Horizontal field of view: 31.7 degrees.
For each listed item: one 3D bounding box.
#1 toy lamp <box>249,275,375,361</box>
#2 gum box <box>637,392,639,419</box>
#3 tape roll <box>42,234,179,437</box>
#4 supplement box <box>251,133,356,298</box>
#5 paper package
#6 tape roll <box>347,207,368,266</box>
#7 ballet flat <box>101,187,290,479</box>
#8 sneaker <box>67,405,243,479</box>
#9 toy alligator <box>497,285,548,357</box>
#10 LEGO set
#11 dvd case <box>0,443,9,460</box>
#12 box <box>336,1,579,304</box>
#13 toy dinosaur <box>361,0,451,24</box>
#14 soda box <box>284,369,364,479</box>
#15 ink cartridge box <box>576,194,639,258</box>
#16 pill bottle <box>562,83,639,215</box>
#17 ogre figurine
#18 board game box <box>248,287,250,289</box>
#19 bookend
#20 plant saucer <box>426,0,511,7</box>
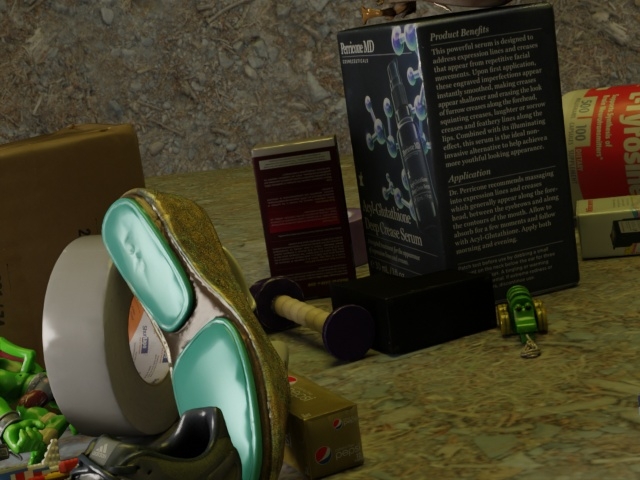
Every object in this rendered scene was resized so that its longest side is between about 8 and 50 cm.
[{"bbox_3d":[-0.024,0.095,1.486,0.080,0.080,0.274,-13,11,-25],"label":"toy lamp"},{"bbox_3d":[0.407,0.143,1.007,0.184,0.041,0.157,-14,12,-32],"label":"gum box"},{"bbox_3d":[-0.212,0.101,1.217,0.072,0.219,0.219,-4,12,17],"label":"tape roll"},{"bbox_3d":[-0.022,-0.034,1.720,0.130,0.240,0.073,-7,9,4],"label":"supplement box"},{"bbox_3d":[-0.362,0.039,1.373,0.168,0.325,0.309,3,15,44],"label":"paper package"},{"bbox_3d":[0.000,0.000,1.959,0.189,0.080,0.189,-7,10,1],"label":"tape roll"},{"bbox_3d":[-0.096,0.090,1.076,0.123,0.349,0.123,-23,-29,-14],"label":"ballet flat"},{"bbox_3d":[-0.172,0.216,0.851,0.111,0.121,0.300,0,14,40],"label":"sneaker"},{"bbox_3d":[0.247,0.090,1.373,0.056,0.051,0.190,-7,11,6],"label":"toy alligator"},{"bbox_3d":[-0.295,0.214,0.985,0.182,0.060,0.244,-8,-10,-28],"label":"LEGO set"},{"bbox_3d":[-0.415,0.219,1.011,0.221,0.018,0.164,-21,-15,32],"label":"dvd case"},{"bbox_3d":[0.194,-0.128,1.632,0.212,0.396,0.293,-11,11,-18],"label":"box"},{"bbox_3d":[0.114,-0.348,1.615,0.112,0.064,0.211,-9,11,0],"label":"toy dinosaur"},{"bbox_3d":[-0.027,0.175,1.112,0.058,0.061,0.181,-13,12,-26],"label":"soda box"},{"bbox_3d":[0.487,-0.026,1.739,0.175,0.072,0.127,-5,12,15],"label":"ink cartridge box"},{"bbox_3d":[0.616,-0.159,1.917,0.407,0.229,0.229,-2,12,32],"label":"pill bottle"},{"bbox_3d":[-0.313,0.168,1.202,0.118,0.097,0.197,32,30,7],"label":"ogre figurine"},{"bbox_3d":[-0.172,0.107,1.673,0.126,0.026,0.186,-1,13,31],"label":"board game box"},{"bbox_3d":[0.117,0.083,1.458,0.156,0.072,0.157,-12,11,-25],"label":"bookend"},{"bbox_3d":[0.186,-0.349,1.536,0.198,0.036,0.198,4,22,-2],"label":"plant saucer"}]
